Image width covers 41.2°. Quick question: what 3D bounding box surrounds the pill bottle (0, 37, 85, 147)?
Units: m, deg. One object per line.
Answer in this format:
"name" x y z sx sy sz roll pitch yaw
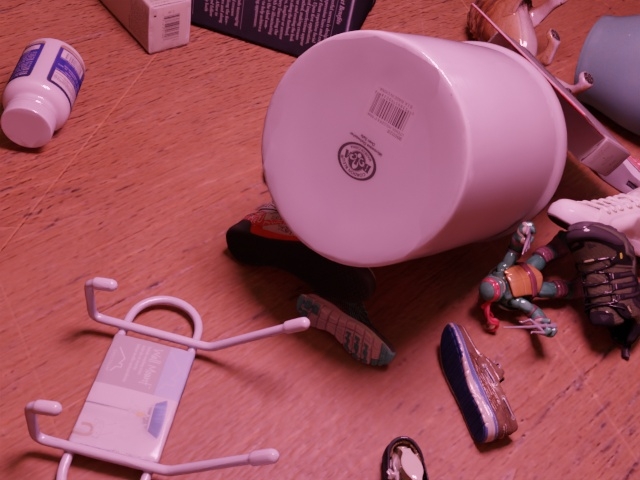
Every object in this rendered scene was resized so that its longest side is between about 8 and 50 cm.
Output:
"pill bottle" -0.475 -0.249 1.446 0.112 0.112 0.186 8 45 -5

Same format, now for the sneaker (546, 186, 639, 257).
"sneaker" 0.488 -0.047 1.390 0.290 0.123 0.106 14 11 -35

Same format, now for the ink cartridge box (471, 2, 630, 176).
"ink cartridge box" 0.378 -0.254 1.458 0.261 0.066 0.296 13 36 -54

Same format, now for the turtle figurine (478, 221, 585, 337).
"turtle figurine" 0.321 0.059 1.314 0.234 0.118 0.175 -12 90 -39

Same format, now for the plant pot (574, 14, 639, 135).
"plant pot" 0.658 -0.330 1.688 0.255 0.271 0.272 23 44 32

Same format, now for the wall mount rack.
"wall mount rack" -0.187 0.182 1.082 0.304 0.130 0.350 13 46 0

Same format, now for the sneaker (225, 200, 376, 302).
"sneaker" -0.001 -0.001 1.288 0.270 0.090 0.145 17 39 34

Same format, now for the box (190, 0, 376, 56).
"box" -0.086 -0.569 1.770 0.396 0.212 0.293 18 45 4

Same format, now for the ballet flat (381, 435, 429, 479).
"ballet flat" 0.114 0.331 1.047 0.074 0.074 0.203 2 47 -10

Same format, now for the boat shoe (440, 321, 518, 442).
"boat shoe" 0.224 0.199 1.208 0.066 0.066 0.183 -2 57 -21

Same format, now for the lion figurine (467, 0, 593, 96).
"lion figurine" 0.405 -0.392 1.741 0.142 0.240 0.392 23 54 -29

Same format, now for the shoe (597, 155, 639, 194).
"shoe" 0.595 -0.128 1.601 0.081 0.063 0.178 -30 64 -35

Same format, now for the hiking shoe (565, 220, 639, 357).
"hiking shoe" 0.438 0.072 1.287 0.227 0.086 0.114 50 46 -23

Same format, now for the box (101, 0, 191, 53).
"box" -0.370 -0.500 1.712 0.094 0.113 0.275 -23 56 -30

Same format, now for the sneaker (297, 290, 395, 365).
"sneaker" 0.049 0.115 1.247 0.166 0.065 0.076 36 46 19

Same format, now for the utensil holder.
"utensil holder" 0.143 -0.134 1.233 0.328 0.327 0.385 37 25 22
